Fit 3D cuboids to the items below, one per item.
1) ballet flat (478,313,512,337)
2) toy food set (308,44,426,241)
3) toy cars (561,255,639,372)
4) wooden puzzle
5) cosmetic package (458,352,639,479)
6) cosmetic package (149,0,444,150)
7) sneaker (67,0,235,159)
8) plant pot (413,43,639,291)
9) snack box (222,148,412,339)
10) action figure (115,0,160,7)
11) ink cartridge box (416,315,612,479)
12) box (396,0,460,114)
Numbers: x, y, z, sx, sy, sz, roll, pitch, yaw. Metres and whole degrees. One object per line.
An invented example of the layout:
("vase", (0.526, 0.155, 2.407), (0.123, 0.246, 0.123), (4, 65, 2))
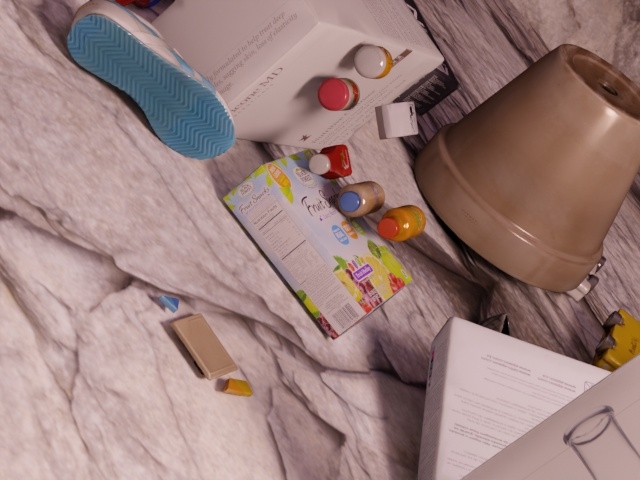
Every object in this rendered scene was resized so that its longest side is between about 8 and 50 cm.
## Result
("ballet flat", (0.250, 0.168, 2.084), (0.057, 0.049, 0.173), (28, 31, -43))
("toy food set", (0.049, -0.111, 1.840), (0.104, 0.111, 0.232), (-17, 100, -71))
("toy cars", (0.424, 0.116, 2.477), (0.176, 0.087, 0.393), (18, 32, -36))
("wooden puzzle", (-0.113, 0.104, 1.514), (0.116, 0.014, 0.078), (57, 18, 15))
("cosmetic package", (0.237, 0.307, 1.381), (0.284, 0.377, 0.097), (57, 21, 18))
("cosmetic package", (-0.030, -0.238, 1.961), (0.156, 0.217, 0.385), (56, 23, 14))
("sneaker", (-0.179, -0.184, 1.748), (0.229, 0.087, 0.092), (44, 20, -24))
("plant pot", (0.347, -0.131, 2.364), (0.323, 0.280, 0.323), (28, 28, -16))
("snack box", (0.000, 0.000, 1.827), (0.207, 0.070, 0.174), (50, 20, 3))
("action figure", (-0.161, -0.353, 2.000), (0.091, 0.139, 0.280), (55, 19, 8))
("ink cartridge box", (0.263, 0.270, 1.714), (0.324, 0.071, 0.330), (20, 48, -10))
("box", (0.031, -0.392, 2.492), (0.395, 0.097, 0.318), (22, 38, -52))
